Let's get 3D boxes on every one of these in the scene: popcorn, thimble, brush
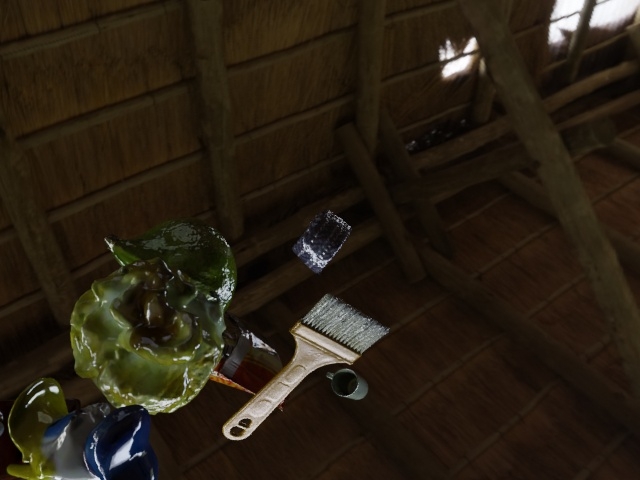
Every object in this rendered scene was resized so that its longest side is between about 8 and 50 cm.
[{"bbox_3d":[-0.194,0.110,0.738,0.197,0.212,0.198,7,-110,-20],"label":"popcorn"},{"bbox_3d":[-0.001,0.001,0.998,0.066,0.095,0.104,38,-148,-1],"label":"thimble"},{"bbox_3d":[-0.039,0.176,0.796,0.103,0.013,0.272,32,-66,-25],"label":"brush"}]

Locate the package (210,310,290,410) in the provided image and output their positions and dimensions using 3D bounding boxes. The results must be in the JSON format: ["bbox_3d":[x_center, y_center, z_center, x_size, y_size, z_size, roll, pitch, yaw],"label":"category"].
[{"bbox_3d":[-0.170,0.203,1.194,0.223,0.288,0.108,30,-83,-27],"label":"package"}]

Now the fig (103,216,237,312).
[{"bbox_3d":[-0.270,0.053,1.057,0.235,0.203,0.203,9,-102,-49],"label":"fig"}]

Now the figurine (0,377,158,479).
[{"bbox_3d":[-0.250,0.251,0.592,0.204,0.338,0.284,28,-153,-33],"label":"figurine"}]

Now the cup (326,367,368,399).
[{"bbox_3d":[0.052,0.292,1.247,0.083,0.074,0.055,45,-139,-61],"label":"cup"}]
